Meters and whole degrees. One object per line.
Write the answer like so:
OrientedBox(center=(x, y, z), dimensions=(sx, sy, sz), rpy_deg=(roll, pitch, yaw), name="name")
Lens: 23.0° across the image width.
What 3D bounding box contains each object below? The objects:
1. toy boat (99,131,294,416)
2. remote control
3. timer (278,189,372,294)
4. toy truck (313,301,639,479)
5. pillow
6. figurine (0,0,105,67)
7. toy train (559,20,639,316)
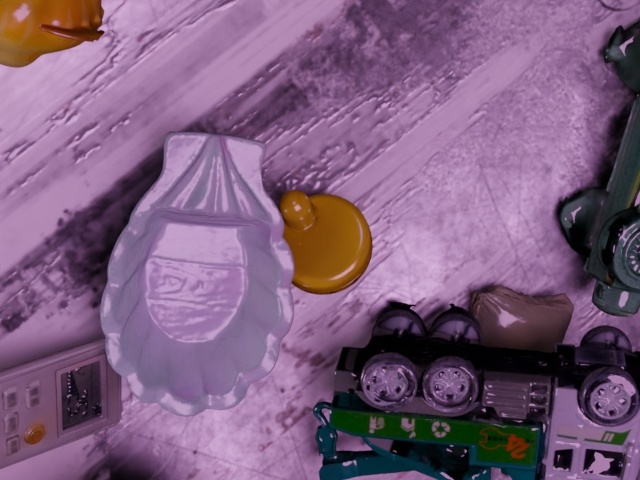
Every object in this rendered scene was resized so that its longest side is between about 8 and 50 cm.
OrientedBox(center=(-0.127, 0.030, 1.611), dimensions=(0.199, 0.100, 0.290), rpy_deg=(5, 103, -20), name="toy boat")
OrientedBox(center=(-0.342, 0.178, 1.567), dimensions=(0.313, 0.055, 0.109), rpy_deg=(-17, 124, -34), name="remote control")
OrientedBox(center=(0.000, 0.000, 1.639), dimensions=(0.107, 0.109, 0.107), rpy_deg=(-3, 71, 9), name="timer")
OrientedBox(center=(0.173, 0.178, 1.671), dimensions=(0.364, 0.176, 0.178), rpy_deg=(2, 108, 7), name="toy truck")
OrientedBox(center=(0.203, 0.149, 1.773), dimensions=(0.119, 0.053, 0.208), rpy_deg=(14, 101, -13), name="pillow")
OrientedBox(center=(-0.317, -0.242, 1.473), dimensions=(0.246, 0.131, 0.156), rpy_deg=(16, 119, -8), name="figurine")
OrientedBox(center=(0.412, -0.085, 1.737), dimensions=(0.237, 0.150, 0.368), rpy_deg=(10, 103, -26), name="toy train")
